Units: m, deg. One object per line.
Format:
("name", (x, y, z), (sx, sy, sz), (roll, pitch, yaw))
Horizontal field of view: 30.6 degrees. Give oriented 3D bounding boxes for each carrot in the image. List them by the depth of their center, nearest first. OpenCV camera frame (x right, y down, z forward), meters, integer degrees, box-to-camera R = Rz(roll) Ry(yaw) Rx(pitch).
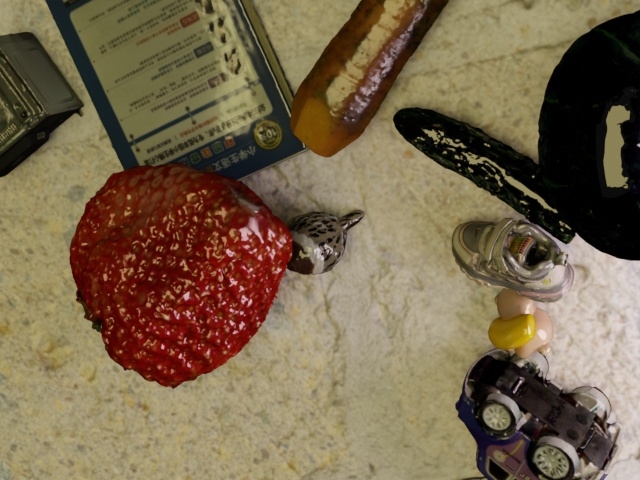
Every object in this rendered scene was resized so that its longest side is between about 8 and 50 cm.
("carrot", (0.067, -0.255, 1.617), (0.114, 0.114, 0.302), (37, 111, 6))

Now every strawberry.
("strawberry", (-0.198, 0.033, 1.658), (0.312, 0.267, 0.351), (42, 134, -8))

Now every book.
("book", (-0.224, -0.274, 1.740), (0.300, 0.039, 0.428), (-22, 96, 21))

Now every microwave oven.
("microwave oven", (-0.500, -0.199, 1.800), (0.205, 0.129, 0.163), (-36, 90, 23))

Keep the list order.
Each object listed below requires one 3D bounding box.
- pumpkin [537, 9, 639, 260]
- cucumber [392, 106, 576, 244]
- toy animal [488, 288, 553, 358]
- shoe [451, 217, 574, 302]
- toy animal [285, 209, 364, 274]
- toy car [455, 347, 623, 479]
("pumpkin", (0.413, -0.136, 1.472), (0.315, 0.238, 0.315), (-1, 102, -6))
("cucumber", (0.234, -0.103, 1.617), (0.303, 0.072, 0.081), (33, 147, 7))
("toy animal", (0.289, 0.118, 1.663), (0.082, 0.114, 0.091), (19, 137, -22))
("shoe", (0.261, 0.019, 1.610), (0.180, 0.092, 0.089), (24, 70, 18))
("toy animal", (0.000, 0.000, 1.708), (0.137, 0.098, 0.098), (-28, 94, 17))
("toy car", (0.291, 0.272, 1.651), (0.235, 0.172, 0.158), (36, 125, 11))
